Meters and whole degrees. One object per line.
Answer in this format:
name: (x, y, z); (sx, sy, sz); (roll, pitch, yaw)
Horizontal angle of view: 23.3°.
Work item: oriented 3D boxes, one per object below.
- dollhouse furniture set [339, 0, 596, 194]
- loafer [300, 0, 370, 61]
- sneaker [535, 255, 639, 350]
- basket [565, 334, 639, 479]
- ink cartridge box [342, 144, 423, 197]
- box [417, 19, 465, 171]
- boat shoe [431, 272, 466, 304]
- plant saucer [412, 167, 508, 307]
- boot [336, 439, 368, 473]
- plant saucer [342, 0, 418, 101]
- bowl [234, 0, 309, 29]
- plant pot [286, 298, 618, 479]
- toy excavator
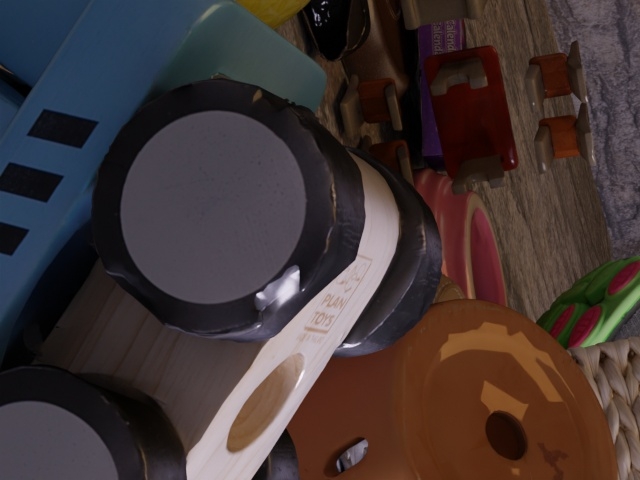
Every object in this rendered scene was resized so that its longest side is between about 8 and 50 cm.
dollhouse furniture set: (0.156, -0.187, 1.703); (0.135, 0.262, 0.259); (-75, 154, -62)
loafer: (0.006, -0.277, 1.572); (0.078, 0.080, 0.220); (-77, 153, -53)
sneaker: (0.331, 0.248, 1.917); (0.185, 0.202, 0.482); (-136, -116, -75)
basket: (0.211, 0.293, 1.404); (0.328, 0.267, 0.331); (104, -20, -61)
ink cartridge box: (0.000, 0.000, 1.288); (0.203, 0.086, 0.148); (27, 51, -44)
box: (0.160, -0.197, 1.985); (0.293, 0.057, 0.200); (6, 81, -83)
boat shoe: (0.173, 0.191, 1.775); (0.122, 0.110, 0.341); (-36, 121, -41)
plant saucer: (0.176, 0.068, 1.968); (0.332, 0.084, 0.332); (-9, 90, -73)
boot: (0.013, 0.171, 1.327); (0.123, 0.095, 0.258); (56, 30, -69)
plant saucer: (0.064, -0.302, 1.850); (0.310, 0.050, 0.310); (-8, 90, -74)
bowl: (-0.043, -0.315, 1.298); (0.289, 0.156, 0.289); (-10, 90, -74)
plant pot: (0.070, 0.169, 1.102); (0.291, 0.203, 0.290); (19, 54, -28)
toy excavator: (-0.145, -0.097, 0.771); (0.433, 0.445, 0.222); (-57, 163, 4)
